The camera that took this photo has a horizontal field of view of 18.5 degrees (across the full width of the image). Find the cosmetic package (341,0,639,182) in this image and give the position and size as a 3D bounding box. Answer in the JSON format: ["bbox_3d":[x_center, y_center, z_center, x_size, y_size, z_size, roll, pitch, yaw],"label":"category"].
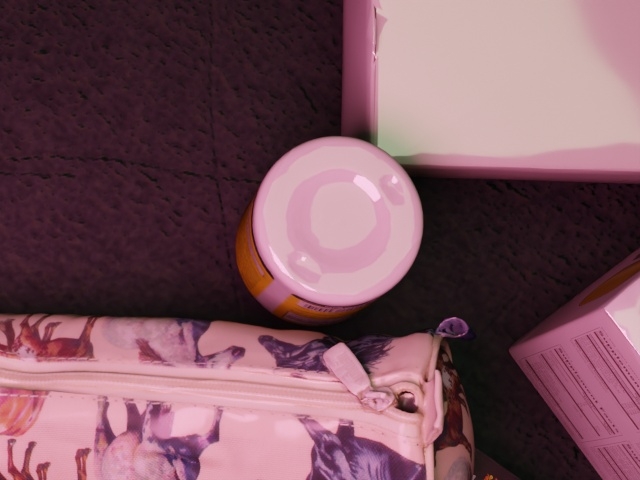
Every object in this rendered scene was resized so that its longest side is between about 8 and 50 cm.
[{"bbox_3d":[0.204,-0.142,1.499,0.365,0.155,0.197,3,88,-7],"label":"cosmetic package"}]

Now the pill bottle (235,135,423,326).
[{"bbox_3d":[0.000,0.000,1.428,0.119,0.208,0.119,1,82,-8],"label":"pill bottle"}]

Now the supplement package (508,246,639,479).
[{"bbox_3d":[0.299,0.086,1.430,0.199,0.263,0.198,-36,88,-12],"label":"supplement package"}]

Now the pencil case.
[{"bbox_3d":[-0.098,0.124,1.363,0.410,0.183,0.160,3,53,9],"label":"pencil case"}]

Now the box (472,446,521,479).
[{"bbox_3d":[0.084,0.315,1.412,0.242,0.076,0.307,35,62,3],"label":"box"}]
